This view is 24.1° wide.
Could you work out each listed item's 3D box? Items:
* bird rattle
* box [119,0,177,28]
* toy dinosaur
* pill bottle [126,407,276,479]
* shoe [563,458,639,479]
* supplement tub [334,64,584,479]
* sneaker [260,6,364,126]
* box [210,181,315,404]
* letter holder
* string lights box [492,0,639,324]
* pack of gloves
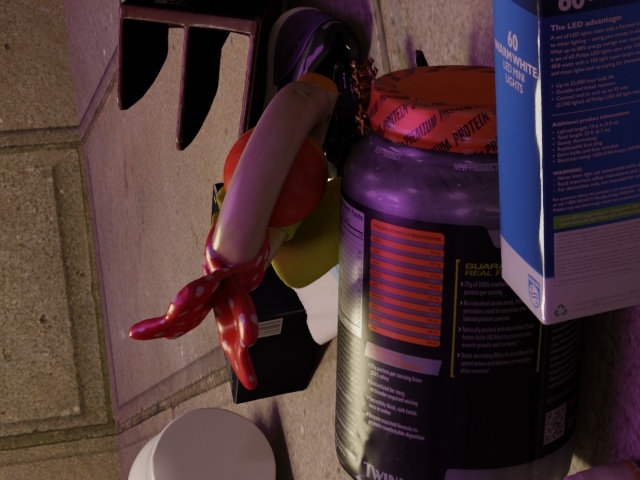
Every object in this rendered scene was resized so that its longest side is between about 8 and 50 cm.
[{"bbox_3d":[-0.053,-0.024,1.155,0.253,0.143,0.207,-40,-29,-57],"label":"bird rattle"},{"bbox_3d":[-0.160,-0.352,1.901,0.077,0.180,0.147,-118,28,-51],"label":"box"},{"bbox_3d":[0.062,-0.046,1.374,0.322,0.164,0.218,51,161,34],"label":"toy dinosaur"},{"bbox_3d":[-0.182,0.383,2.144,0.363,0.210,0.210,117,143,-59],"label":"pill bottle"},{"bbox_3d":[0.208,0.268,1.133,0.076,0.058,0.219,-139,46,-65],"label":"shoe"},{"bbox_3d":[0.109,0.035,1.153,0.193,0.193,0.316,-133,42,-63],"label":"supplement tub"},{"bbox_3d":[-0.008,-0.107,1.636,0.124,0.107,0.283,-147,54,-61],"label":"sneaker"},{"bbox_3d":[-0.073,0.063,1.835,0.261,0.103,0.184,102,155,-63],"label":"box"},{"bbox_3d":[-0.137,-0.188,1.735,0.302,0.152,0.215,-78,-5,-71],"label":"letter holder"},{"bbox_3d":[0.180,-0.089,0.909,0.077,0.133,0.260,-125,27,-61],"label":"string lights box"},{"bbox_3d":[0.000,0.000,1.575,0.232,0.046,0.195,-33,85,54],"label":"pack of gloves"}]
